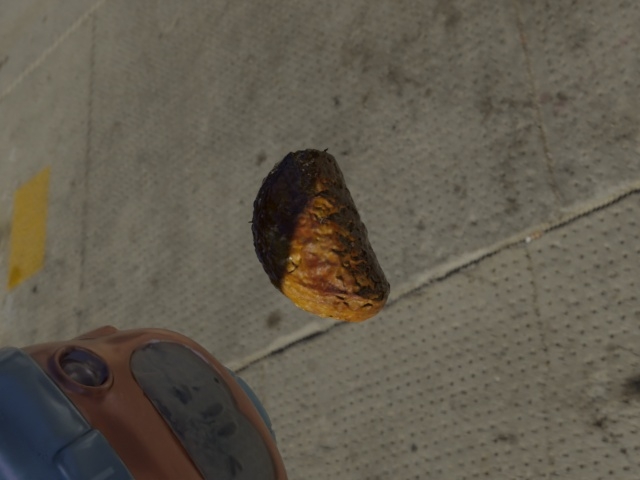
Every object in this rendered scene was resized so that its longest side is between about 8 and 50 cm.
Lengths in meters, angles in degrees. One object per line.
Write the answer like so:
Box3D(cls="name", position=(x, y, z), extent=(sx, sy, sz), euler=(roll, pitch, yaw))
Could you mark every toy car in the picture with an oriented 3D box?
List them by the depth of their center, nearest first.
Box3D(cls="toy car", position=(-0.129, 0.152, 0.514), extent=(0.180, 0.212, 0.270), euler=(54, 131, 6))

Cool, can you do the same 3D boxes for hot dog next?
Box3D(cls="hot dog", position=(0.000, 0.000, 0.436), extent=(0.035, 0.058, 0.083), euler=(-38, 65, 44))
